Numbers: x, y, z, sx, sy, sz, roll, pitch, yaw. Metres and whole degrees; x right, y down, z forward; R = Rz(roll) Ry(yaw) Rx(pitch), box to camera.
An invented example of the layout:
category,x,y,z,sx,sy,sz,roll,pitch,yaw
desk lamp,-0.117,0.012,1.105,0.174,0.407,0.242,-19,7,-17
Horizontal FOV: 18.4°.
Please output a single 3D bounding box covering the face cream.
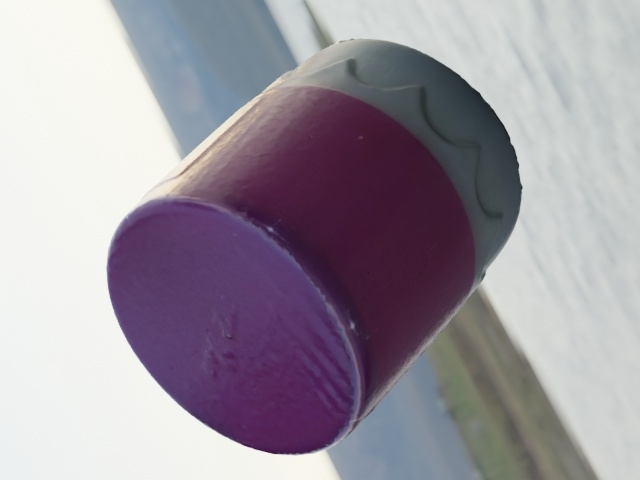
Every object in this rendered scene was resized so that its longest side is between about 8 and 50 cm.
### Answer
category,x,y,z,sx,sy,sz,roll,pitch,yaw
face cream,0.000,0.000,1.130,0.195,0.175,0.175,-46,-64,-42
